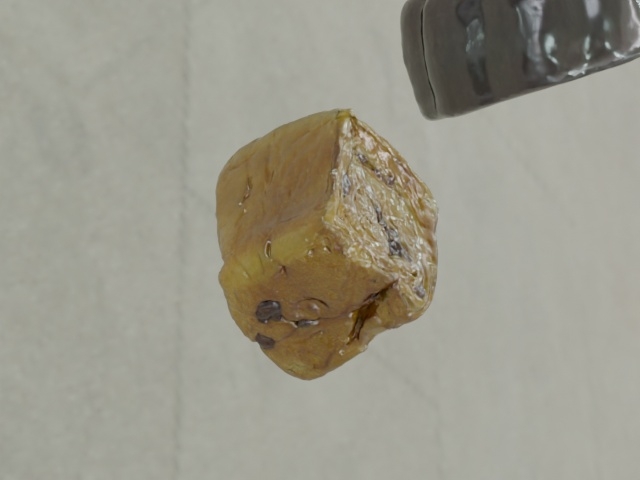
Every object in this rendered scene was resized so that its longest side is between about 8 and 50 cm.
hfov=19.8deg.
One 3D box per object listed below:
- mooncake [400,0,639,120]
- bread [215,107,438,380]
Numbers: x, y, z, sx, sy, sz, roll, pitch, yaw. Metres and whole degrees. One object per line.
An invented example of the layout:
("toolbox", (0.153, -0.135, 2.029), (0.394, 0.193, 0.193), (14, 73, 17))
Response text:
("mooncake", (0.244, -0.251, 2.150), (0.306, 0.306, 0.154), (-25, 99, -66))
("bread", (0.000, 0.000, 1.424), (0.149, 0.143, 0.158), (47, 31, -33))
